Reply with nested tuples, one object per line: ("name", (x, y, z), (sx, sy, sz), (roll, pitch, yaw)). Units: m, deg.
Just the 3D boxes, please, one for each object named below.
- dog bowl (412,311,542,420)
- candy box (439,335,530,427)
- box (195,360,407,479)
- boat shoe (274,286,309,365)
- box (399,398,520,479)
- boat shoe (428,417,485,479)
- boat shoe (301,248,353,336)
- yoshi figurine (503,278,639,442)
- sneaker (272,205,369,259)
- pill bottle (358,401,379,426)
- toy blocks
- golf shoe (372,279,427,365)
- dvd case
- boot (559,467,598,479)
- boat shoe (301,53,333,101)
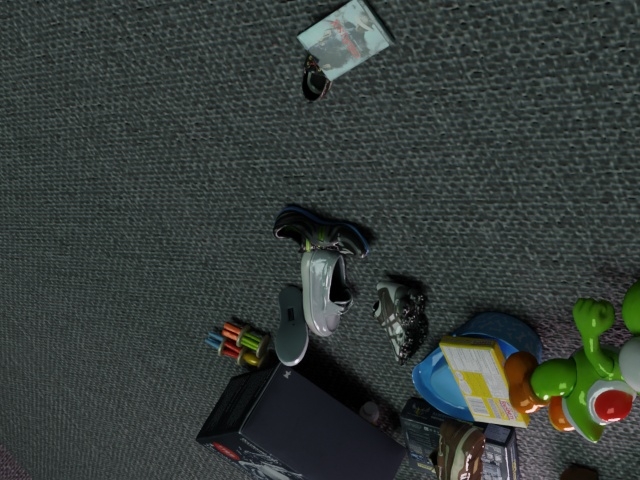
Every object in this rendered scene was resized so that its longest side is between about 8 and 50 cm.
("dog bowl", (0.287, 0.226, 1.829), (0.166, 0.074, 0.297), (37, 143, -4))
("candy box", (0.289, 0.248, 1.766), (0.105, 0.027, 0.206), (0, 131, 35))
("box", (-0.049, 0.439, 2.168), (0.343, 0.179, 0.312), (36, 155, -11))
("boat shoe", (-0.047, 0.183, 1.968), (0.065, 0.183, 0.083), (-9, 136, 9))
("box", (0.286, 0.426, 2.063), (0.232, 0.059, 0.183), (12, 137, 28))
("boat shoe", (0.262, 0.438, 1.984), (0.095, 0.095, 0.257), (30, 137, 28))
("boat shoe", (0.018, 0.104, 1.897), (0.081, 0.079, 0.228), (19, 138, 27))
("yoshi figurine", (0.460, 0.165, 1.557), (0.362, 0.203, 0.203), (-34, 87, 50))
("sneaker", (0.000, 0.000, 1.796), (0.188, 0.078, 0.067), (19, 141, 19))
("pill bottle", (0.102, 0.380, 2.169), (0.043, 0.043, 0.083), (26, 143, 12))
("toy blocks", (-0.186, 0.221, 2.210), (0.148, 0.054, 0.123), (23, 143, 16))
("golf shoe", (0.144, 0.147, 1.866), (0.094, 0.077, 0.198), (30, 142, 31))
("dvd case", (0.036, -0.294, 1.467), (0.119, 0.013, 0.087), (-26, 114, 30))
("boot", (0.585, 0.567, 1.942), (0.283, 0.109, 0.220), (14, 138, 29))
("boat shoe", (0.000, -0.267, 1.531), (0.049, 0.042, 0.133), (29, 142, 13))
